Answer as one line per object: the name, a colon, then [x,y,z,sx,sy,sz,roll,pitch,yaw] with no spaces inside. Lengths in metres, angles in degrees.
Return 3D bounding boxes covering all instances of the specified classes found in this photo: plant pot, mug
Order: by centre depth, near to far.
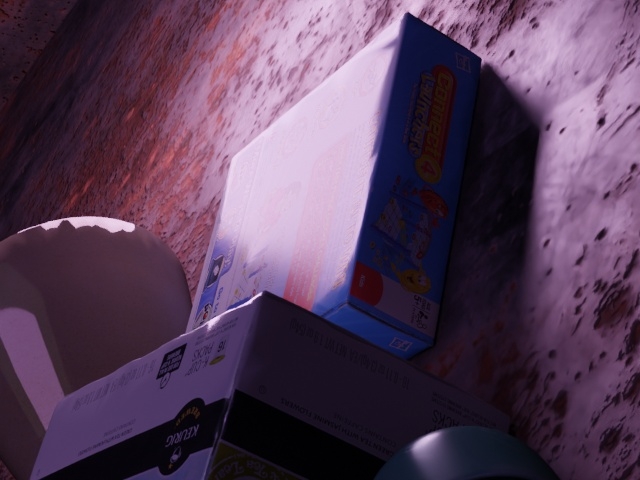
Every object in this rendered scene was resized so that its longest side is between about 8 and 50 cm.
mug: [0.076,0.178,0.998,0.097,0.158,0.129,-121,35,-70]
plant pot: [-0.212,0.159,1.583,0.256,0.256,0.274,-53,39,20]

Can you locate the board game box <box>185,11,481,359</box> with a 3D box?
board game box: [0.000,0.000,1.465,0.302,0.086,0.308,-35,34,48]

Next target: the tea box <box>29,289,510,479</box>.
tea box: [-0.075,0.256,1.150,0.329,0.220,0.323,-30,38,52]
